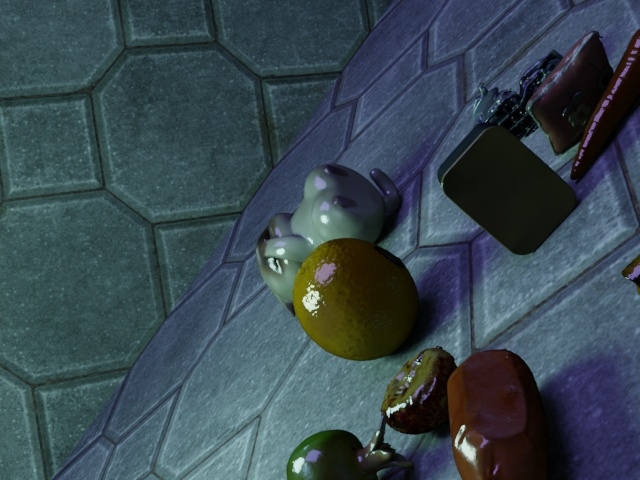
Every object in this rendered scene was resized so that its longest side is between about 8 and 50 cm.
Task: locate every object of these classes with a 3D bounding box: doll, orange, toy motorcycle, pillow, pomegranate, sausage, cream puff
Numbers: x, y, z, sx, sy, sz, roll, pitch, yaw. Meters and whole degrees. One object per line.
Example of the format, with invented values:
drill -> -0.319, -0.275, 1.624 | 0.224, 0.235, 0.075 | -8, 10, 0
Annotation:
doll -> -0.006, -0.016, 2.237 | 0.370, 0.226, 0.215 | -40, 54, 21
orange -> 0.064, 0.106, 1.762 | 0.236, 0.236, 0.236 | -45, 17, 19
toy motorcycle -> 0.384, -0.275, 1.950 | 0.270, 0.106, 0.159 | -45, 23, 33
pillow -> 0.440, -0.247, 1.684 | 0.179, 0.171, 0.075 | -50, 51, -1
pomegranate -> 0.044, 0.341, 1.466 | 0.191, 0.152, 0.131 | -41, -11, 19
sausage -> 0.225, 0.237, 1.236 | 0.133, 0.133, 0.258 | -44, 18, 22
cream puff -> 0.160, 0.233, 1.490 | 0.149, 0.084, 0.149 | -44, 13, 14

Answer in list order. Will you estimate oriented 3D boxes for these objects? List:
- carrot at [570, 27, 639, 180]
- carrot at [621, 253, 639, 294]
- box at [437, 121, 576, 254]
carrot -> 0.501, -0.245, 1.645 | 0.336, 0.069, 0.069 | -56, 17, -5
carrot -> 0.484, -0.029, 1.222 | 0.260, 0.070, 0.070 | -47, 17, 17
box -> 0.299, -0.088, 1.607 | 0.144, 0.201, 0.090 | -50, 13, 9
